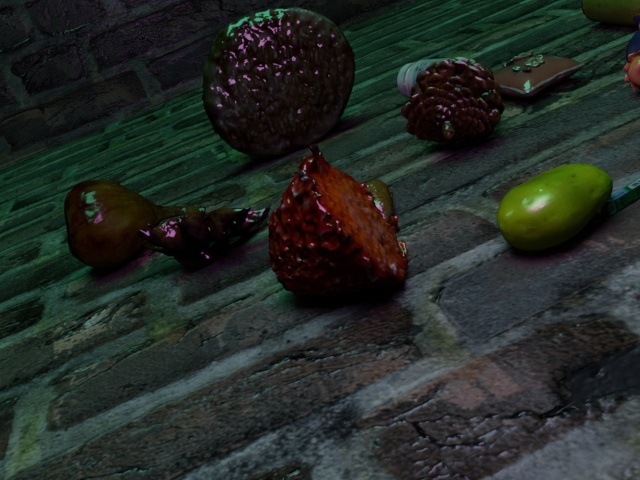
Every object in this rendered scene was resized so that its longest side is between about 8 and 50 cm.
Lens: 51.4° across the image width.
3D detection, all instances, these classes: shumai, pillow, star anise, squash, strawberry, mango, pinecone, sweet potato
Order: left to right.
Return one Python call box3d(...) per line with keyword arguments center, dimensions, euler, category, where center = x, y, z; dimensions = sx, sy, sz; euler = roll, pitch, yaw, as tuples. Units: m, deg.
box3d(center=(-0.207, -0.004, 1.223), dimensions=(0.272, 0.102, 0.272), euler=(-10, 0, 0), category="star anise")
box3d(center=(-0.123, -0.428, 1.727), dimensions=(0.395, 0.395, 0.348), euler=(-22, 26, -4), category="shumai")
box3d(center=(0.000, 0.000, 0.949), dimensions=(0.178, 0.234, 0.234), euler=(-38, 19, 20), category="strawberry")
box3d(center=(0.094, -0.083, 1.181), dimensions=(0.068, 0.068, 0.226), euler=(-18, 24, 6), category="sweet potato")
box3d(center=(0.269, -0.273, 1.314), dimensions=(0.186, 0.168, 0.212), euler=(20, 24, 12), category="pinecone")
box3d(center=(0.464, -0.373, 1.481), dimensions=(0.171, 0.075, 0.179), euler=(-27, 26, -15), category="pillow")
box3d(center=(0.313, -0.046, 0.904), dimensions=(0.163, 0.089, 0.117), euler=(-29, 12, -24), category="mango")
box3d(center=(0.776, -0.604, 1.664), dimensions=(0.133, 0.132, 0.247), euler=(-22, 26, -4), category="squash")

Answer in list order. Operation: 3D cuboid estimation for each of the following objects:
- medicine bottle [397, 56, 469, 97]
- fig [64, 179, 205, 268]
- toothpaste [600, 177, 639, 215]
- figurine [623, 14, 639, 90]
box3d(center=(0.283, -0.396, 1.638), dimensions=(0.103, 0.102, 0.187), euler=(-33, 28, -26), category="medicine bottle")
box3d(center=(-0.397, -0.021, 1.396), dimensions=(0.290, 0.190, 0.191), euler=(14, -3, -42), category="fig")
box3d(center=(0.425, -0.061, 0.926), dimensions=(0.083, 0.020, 0.017), euler=(-29, 23, -16), category="toothpaste")
box3d(center=(0.636, -0.359, 1.276), dimensions=(0.102, 0.111, 0.195), euler=(15, 38, 22), category="figurine")
